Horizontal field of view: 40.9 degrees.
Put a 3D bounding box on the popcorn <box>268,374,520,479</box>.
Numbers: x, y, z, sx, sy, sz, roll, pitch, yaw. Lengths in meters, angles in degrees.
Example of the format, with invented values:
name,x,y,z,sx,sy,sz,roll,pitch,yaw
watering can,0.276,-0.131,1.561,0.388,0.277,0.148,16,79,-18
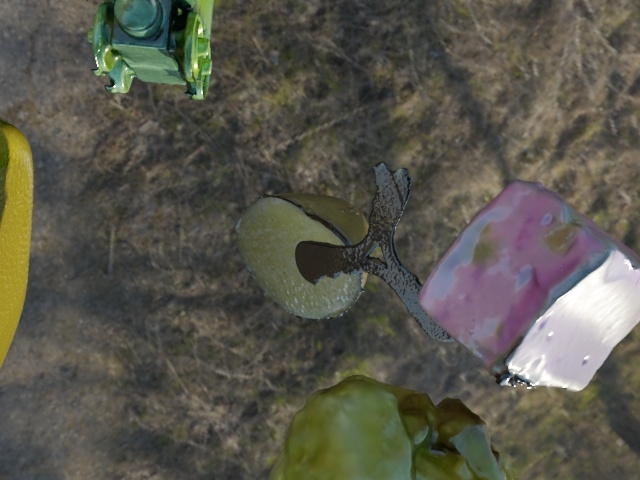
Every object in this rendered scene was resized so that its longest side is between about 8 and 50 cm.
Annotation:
name,x,y,z,sx,sy,sz,roll,pitch,yaw
popcorn,0.065,0.220,0.702,0.225,0.174,0.286,1,142,-14

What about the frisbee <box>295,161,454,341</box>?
name,x,y,z,sx,sy,sz,roll,pitch,yaw
frisbee,0.067,0.004,0.881,0.012,0.211,0.187,-37,146,-46

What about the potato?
name,x,y,z,sx,sy,sz,roll,pitch,yaw
potato,0.000,0.000,1.101,0.117,0.182,0.202,-38,-179,-38

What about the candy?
name,x,y,z,sx,sy,sz,roll,pitch,yaw
candy,0.220,0.052,0.808,0.155,0.116,0.265,-54,147,12

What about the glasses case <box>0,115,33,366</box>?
name,x,y,z,sx,sy,sz,roll,pitch,yaw
glasses case,-0.306,0.014,0.632,0.371,0.141,0.173,120,-7,-53

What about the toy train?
name,x,y,z,sx,sy,sz,roll,pitch,yaw
toy train,-0.217,-0.294,1.141,0.159,0.188,0.272,5,177,-1
